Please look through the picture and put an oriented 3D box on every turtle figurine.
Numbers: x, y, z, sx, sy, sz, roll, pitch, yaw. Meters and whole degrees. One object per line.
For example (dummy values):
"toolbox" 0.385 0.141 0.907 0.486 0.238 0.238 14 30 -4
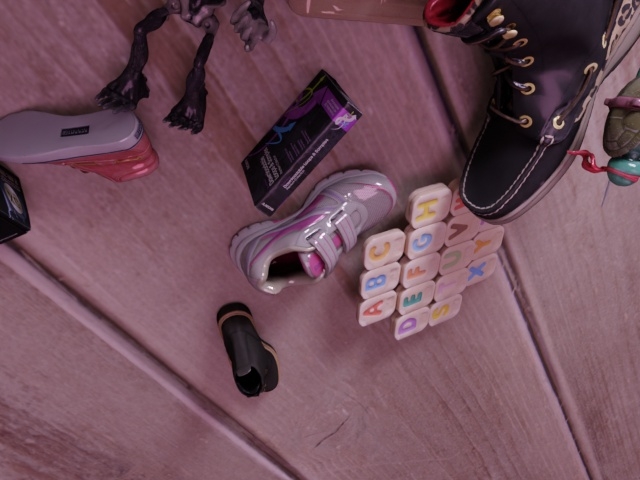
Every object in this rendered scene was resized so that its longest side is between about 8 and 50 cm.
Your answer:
"turtle figurine" 0.382 -0.140 0.638 0.118 0.175 0.234 9 104 -26

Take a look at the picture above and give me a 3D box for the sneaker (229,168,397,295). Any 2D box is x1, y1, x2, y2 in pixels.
"sneaker" 0.000 0.000 0.779 0.252 0.111 0.103 -32 129 5

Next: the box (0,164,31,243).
"box" -0.430 -0.032 0.588 0.180 0.077 0.147 -23 160 -3

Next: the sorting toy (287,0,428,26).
"sorting toy" 0.075 -0.337 0.613 0.208 0.038 0.193 0 124 -14

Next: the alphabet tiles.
"alphabet tiles" 0.183 0.033 0.888 0.278 0.021 0.284 -16 130 -23

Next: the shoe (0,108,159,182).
"shoe" -0.276 -0.100 0.639 0.178 0.063 0.081 -4 154 4

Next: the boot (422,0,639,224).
"boot" 0.218 -0.207 0.650 0.284 0.138 0.377 10 118 -42

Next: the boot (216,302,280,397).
"boot" -0.104 0.211 0.879 0.077 0.137 0.198 -25 130 0

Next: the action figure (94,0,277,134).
"action figure" -0.117 -0.237 0.550 0.164 0.141 0.276 20 118 -17

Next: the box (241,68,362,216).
"box" -0.029 -0.119 0.680 0.029 0.116 0.162 32 110 -32
